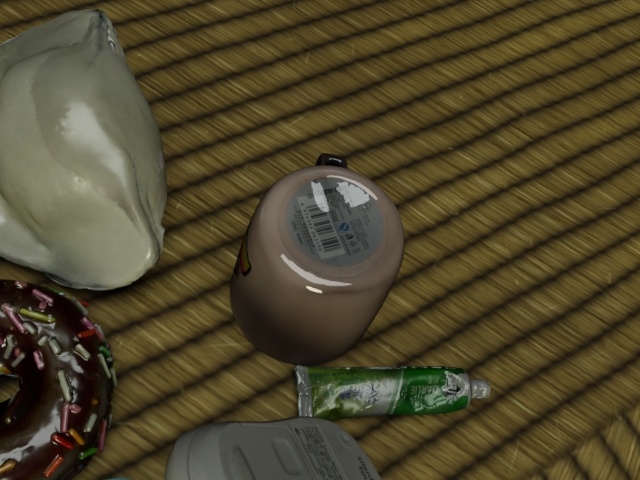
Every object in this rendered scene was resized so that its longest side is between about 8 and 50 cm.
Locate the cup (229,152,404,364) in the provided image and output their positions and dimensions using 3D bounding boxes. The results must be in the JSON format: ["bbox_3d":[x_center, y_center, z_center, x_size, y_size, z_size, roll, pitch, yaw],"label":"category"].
[{"bbox_3d":[0.000,0.000,0.868,0.191,0.200,0.253,13,60,-6],"label":"cup"}]

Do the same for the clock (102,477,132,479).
[{"bbox_3d":[-0.253,0.296,0.708,0.147,0.045,0.108,-14,25,8],"label":"clock"}]

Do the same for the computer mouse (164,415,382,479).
[{"bbox_3d":[-0.043,0.275,0.723,0.121,0.297,0.184,-45,61,15],"label":"computer mouse"}]

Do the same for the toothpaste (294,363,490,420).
[{"bbox_3d":[0.091,0.187,0.882,0.247,0.047,0.078,1,63,-10],"label":"toothpaste"}]

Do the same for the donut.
[{"bbox_3d":[-0.352,0.159,0.763,0.269,0.103,0.270,6,60,-10],"label":"donut"}]

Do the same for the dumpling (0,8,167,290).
[{"bbox_3d":[-0.326,-0.105,0.879,0.260,0.181,0.341,-17,101,3],"label":"dumpling"}]
